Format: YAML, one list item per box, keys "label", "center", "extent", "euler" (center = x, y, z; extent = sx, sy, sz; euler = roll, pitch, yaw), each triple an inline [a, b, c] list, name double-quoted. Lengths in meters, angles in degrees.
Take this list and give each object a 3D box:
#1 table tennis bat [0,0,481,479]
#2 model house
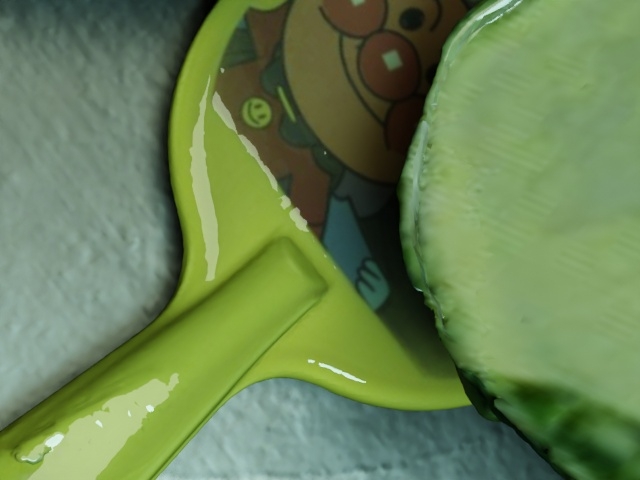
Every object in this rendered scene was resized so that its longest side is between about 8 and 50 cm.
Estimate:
- label: "table tennis bat"
  center: [0.000, 0.000, 0.782]
  extent: [0.369, 0.054, 0.224]
  euler: [-40, 96, -20]
- label: "model house"
  center: [0.214, 0.010, 0.761]
  extent: [0.321, 0.261, 0.266]
  euler: [-48, 138, -9]
